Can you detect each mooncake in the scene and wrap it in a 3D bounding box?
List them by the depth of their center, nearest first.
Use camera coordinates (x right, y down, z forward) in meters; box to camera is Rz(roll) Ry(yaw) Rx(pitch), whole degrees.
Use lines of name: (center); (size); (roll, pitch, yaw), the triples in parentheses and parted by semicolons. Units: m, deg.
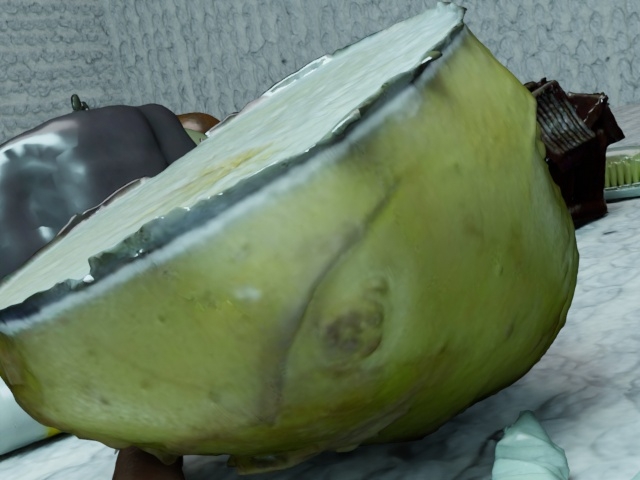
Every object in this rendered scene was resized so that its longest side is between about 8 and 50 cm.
mooncake: (-0.198, 0.023, 0.792); (0.283, 0.141, 0.283); (-32, -8, -5)

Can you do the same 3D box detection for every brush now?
brush: (0.292, -0.070, 1.244); (0.297, 0.060, 0.068); (-9, 10, 13)

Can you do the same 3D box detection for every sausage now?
sausage: (-0.088, 0.117, 0.524); (0.042, 0.036, 0.158); (-4, 6, -9)

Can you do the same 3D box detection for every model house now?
model house: (0.229, -0.090, 1.110); (0.141, 0.164, 0.203); (2, 12, 38)

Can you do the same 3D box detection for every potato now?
potato: (0.004, 0.026, 0.530); (0.300, 0.196, 0.246); (-38, 14, -36)

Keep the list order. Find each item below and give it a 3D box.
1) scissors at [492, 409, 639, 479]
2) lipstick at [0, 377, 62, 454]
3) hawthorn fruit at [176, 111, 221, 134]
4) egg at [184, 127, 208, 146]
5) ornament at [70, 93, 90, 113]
scissors: (0.070, 0.118, 0.325); (0.256, 0.029, 0.383); (-7, 8, 27)
lipstick: (-0.250, 0.121, 0.646); (0.264, 0.059, 0.059); (-17, 10, -34)
hawthorn fruit: (-0.210, -0.101, 1.729); (0.211, 0.210, 0.262); (-11, -4, 2)
egg: (-0.172, -0.041, 1.233); (0.186, 0.185, 0.242); (-9, 2, 15)
ornament: (-0.289, -0.082, 1.460); (0.106, 0.260, 0.251); (-17, 9, 1)
